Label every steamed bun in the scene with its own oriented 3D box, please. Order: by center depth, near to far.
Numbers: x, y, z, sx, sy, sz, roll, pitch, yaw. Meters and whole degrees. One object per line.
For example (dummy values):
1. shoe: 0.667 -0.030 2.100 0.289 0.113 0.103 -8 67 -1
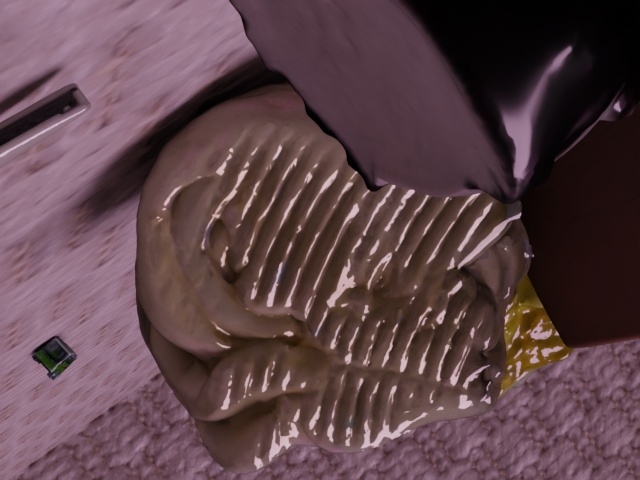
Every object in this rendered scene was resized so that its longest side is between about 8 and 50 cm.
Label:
1. steamed bun: 0.000 0.000 0.827 0.280 0.267 0.207 -13 -163 -5

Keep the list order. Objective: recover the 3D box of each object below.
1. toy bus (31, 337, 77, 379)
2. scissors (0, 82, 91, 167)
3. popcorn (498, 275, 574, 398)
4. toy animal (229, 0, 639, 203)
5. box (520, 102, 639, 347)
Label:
1. toy bus: -0.282 0.125 1.212 0.037 0.031 0.083 -41 178 -13
2. scissors: -0.179 -0.018 0.497 0.176 0.022 0.085 -33 174 -9
3. popcorn: 0.082 0.003 1.064 0.312 0.312 0.312 -37 176 -3
4. toy animal: 0.088 -0.132 0.441 0.235 0.165 0.187 -35 -162 -15
5. box: 0.277 -0.044 0.855 0.301 0.216 0.301 -10 175 -1
